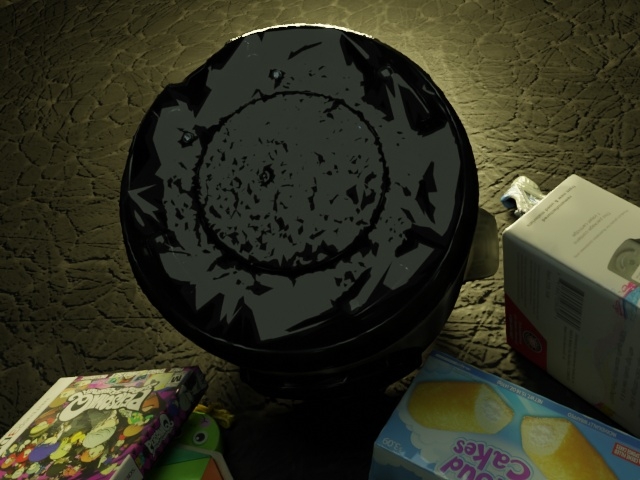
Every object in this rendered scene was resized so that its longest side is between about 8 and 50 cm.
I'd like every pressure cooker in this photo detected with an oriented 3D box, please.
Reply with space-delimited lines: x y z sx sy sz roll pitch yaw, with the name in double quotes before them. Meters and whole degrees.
"pressure cooker" 0.002 -0.006 0.913 0.370 0.420 0.375 41 83 15

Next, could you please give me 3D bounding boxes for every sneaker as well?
"sneaker" 0.317 -0.040 1.116 0.058 0.052 0.135 -37 41 -9

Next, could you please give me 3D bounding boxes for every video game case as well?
"video game case" -0.278 0.232 0.906 0.232 0.041 0.210 -9 25 26

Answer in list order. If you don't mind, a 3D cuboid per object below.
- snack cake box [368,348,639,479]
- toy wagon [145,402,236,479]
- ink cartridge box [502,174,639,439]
"snack cake box" 0.200 0.240 0.796 0.264 0.089 0.152 22 44 21
"toy wagon" -0.195 0.319 0.862 0.267 0.068 0.344 7 48 19
"ink cartridge box" 0.357 0.099 0.840 0.131 0.226 0.306 -38 51 -21
